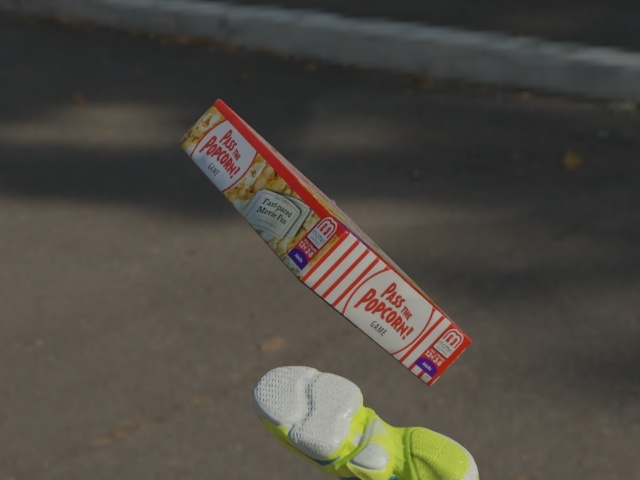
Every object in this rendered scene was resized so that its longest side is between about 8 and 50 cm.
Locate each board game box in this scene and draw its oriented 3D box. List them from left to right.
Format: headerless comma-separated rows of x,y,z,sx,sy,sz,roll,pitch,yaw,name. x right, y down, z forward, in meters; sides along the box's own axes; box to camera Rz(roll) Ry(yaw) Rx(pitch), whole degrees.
0.000,0.000,1.172,0.045,0.147,0.193,-47,41,3,board game box

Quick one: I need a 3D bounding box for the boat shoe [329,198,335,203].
0.001,-0.009,1.655,0.035,0.035,0.100,-13,20,4,boat shoe

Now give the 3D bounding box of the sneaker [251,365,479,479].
0.038,0.213,1.680,0.240,0.126,0.091,27,54,25,sneaker
